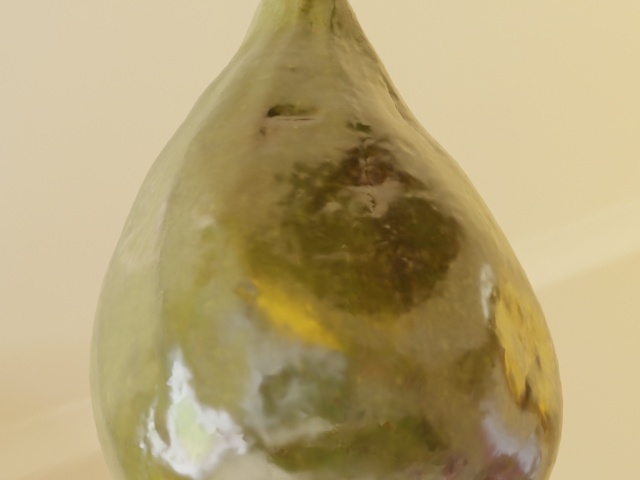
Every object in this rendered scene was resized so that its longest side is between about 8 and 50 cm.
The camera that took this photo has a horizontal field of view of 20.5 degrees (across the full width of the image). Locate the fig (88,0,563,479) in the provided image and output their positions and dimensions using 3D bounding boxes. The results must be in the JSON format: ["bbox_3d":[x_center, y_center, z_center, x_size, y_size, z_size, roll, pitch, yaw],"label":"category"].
[{"bbox_3d":[0.000,0.014,0.526,0.133,0.185,0.127,-1,-44,-2],"label":"fig"}]
